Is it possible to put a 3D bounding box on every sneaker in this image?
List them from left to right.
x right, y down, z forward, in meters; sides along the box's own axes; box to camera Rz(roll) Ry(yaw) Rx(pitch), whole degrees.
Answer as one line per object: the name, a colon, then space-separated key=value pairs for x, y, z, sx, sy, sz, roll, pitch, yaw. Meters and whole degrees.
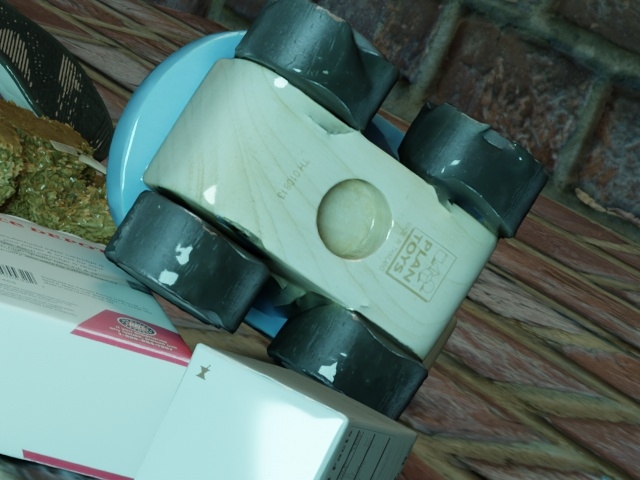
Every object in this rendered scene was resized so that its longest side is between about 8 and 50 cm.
sneaker: x=-0.364 y=-0.151 z=1.978 sx=0.295 sy=0.178 sz=0.124 roll=43 pitch=39 yaw=-21

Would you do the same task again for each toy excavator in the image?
toy excavator: x=0.000 y=0.000 z=1.549 sx=0.433 sy=0.222 sz=0.445 roll=35 pitch=-7 yaw=-23

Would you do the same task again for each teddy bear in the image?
teddy bear: x=-0.278 y=-0.056 z=1.833 sx=0.338 sy=0.113 sz=0.245 roll=25 pitch=14 yaw=-22

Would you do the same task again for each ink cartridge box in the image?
ink cartridge box: x=-0.202 y=0.062 z=1.340 sx=0.172 sy=0.100 sz=0.237 roll=18 pitch=11 yaw=-23

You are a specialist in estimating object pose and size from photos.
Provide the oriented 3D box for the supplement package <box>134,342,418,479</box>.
supplement package: x=-0.025 y=0.138 z=1.212 sx=0.105 sy=0.105 sz=0.179 roll=26 pitch=-1 yaw=19
